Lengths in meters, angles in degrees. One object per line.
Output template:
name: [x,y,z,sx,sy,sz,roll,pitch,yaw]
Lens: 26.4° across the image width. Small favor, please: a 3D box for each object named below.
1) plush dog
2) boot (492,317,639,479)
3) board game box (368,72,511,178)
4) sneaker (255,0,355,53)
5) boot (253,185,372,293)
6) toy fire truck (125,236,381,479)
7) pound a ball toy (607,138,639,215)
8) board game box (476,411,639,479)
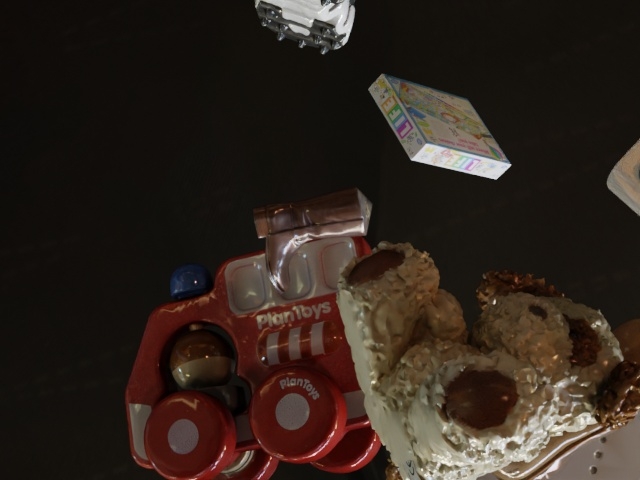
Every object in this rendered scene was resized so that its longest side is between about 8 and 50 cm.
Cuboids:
plush dog: [0.158,0.122,1.172,0.225,0.262,0.210,-16,126,-19]
boot: [0.334,0.203,1.814,0.305,0.112,0.115,-43,129,2]
board game box: [0.130,-0.122,1.477,0.026,0.154,0.103,-46,56,28]
sneaker: [-0.001,-0.191,0.827,0.078,0.234,0.106,19,86,2]
boot: [0.000,0.000,1.338,0.114,0.037,0.106,-11,127,4]
toy fire truck: [-0.073,0.136,1.507,0.302,0.169,0.253,-13,72,17]
pound a ball toy: [0.509,0.011,1.818,0.208,0.319,0.136,-48,144,9]
board game box: [0.347,0.414,1.934,0.390,0.050,0.389,-23,88,-15]
